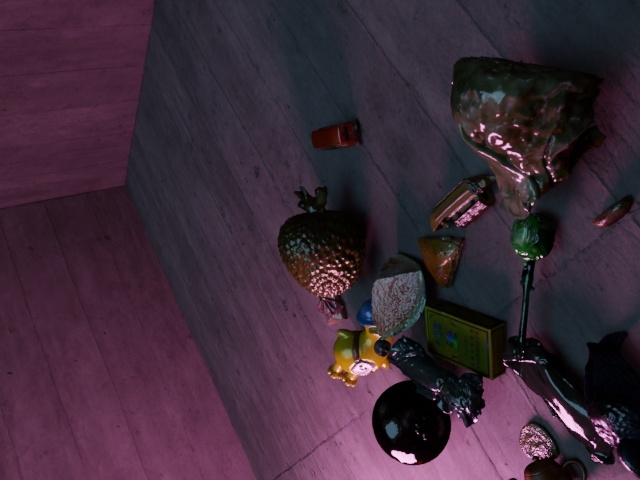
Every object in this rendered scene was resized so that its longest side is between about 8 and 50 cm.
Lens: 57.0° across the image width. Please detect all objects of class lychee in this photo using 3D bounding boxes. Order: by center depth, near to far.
[{"bbox_3d":[0.002,0.012,1.775,0.270,0.269,0.320,-38,61,56],"label":"lychee"}]

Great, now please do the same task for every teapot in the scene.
[{"bbox_3d":[0.524,0.549,1.361,0.173,0.116,0.116,-29,77,22],"label":"teapot"}]

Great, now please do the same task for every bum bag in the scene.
[{"bbox_3d":[0.532,0.335,1.289,0.326,0.079,0.142,51,149,26],"label":"bum bag"}]

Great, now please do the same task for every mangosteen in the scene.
[{"bbox_3d":[0.246,0.513,1.670,0.265,0.228,0.228,141,110,-70],"label":"mangosteen"}]

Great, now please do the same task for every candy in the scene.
[{"bbox_3d":[0.444,0.100,1.270,0.097,0.097,0.324,18,110,53],"label":"candy"}]

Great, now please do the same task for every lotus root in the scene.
[{"bbox_3d":[0.554,-0.050,1.115,0.030,0.037,0.083,56,143,19],"label":"lotus root"}]

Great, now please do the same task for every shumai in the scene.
[{"bbox_3d":[0.359,-0.178,1.091,0.291,0.330,0.289,18,110,24],"label":"shumai"}]

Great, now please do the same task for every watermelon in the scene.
[{"bbox_3d":[0.236,0.156,1.619,0.146,0.128,0.231,4,97,40],"label":"watermelon"}]

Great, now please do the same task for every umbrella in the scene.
[{"bbox_3d":[0.282,0.348,1.554,0.348,0.094,0.143,25,109,45],"label":"umbrella"}]

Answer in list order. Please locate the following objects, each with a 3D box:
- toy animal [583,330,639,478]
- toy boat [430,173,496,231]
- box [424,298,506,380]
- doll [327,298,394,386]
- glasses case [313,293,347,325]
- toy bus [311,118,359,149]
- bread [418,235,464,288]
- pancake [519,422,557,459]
[{"bbox_3d":[0.581,0.307,1.100,0.122,0.185,0.298,112,151,-50],"label":"toy animal"},{"bbox_3d":[0.338,-0.080,1.401,0.088,0.068,0.226,58,144,14],"label":"toy boat"},{"bbox_3d":[0.366,0.248,1.506,0.220,0.064,0.141,15,118,52],"label":"box"},{"bbox_3d":[0.145,0.319,1.830,0.199,0.145,0.363,27,127,-2],"label":"doll"},{"bbox_3d":[0.025,0.192,1.992,0.102,0.070,0.194,-25,82,56],"label":"glasses case"},{"bbox_3d":[0.038,-0.307,1.744,0.174,0.077,0.079,3,106,56],"label":"toy bus"},{"bbox_3d":[0.299,0.031,1.526,0.136,0.054,0.154,46,136,40],"label":"bread"},{"bbox_3d":[0.522,0.491,1.420,0.108,0.017,0.108,28,126,48],"label":"pancake"}]
